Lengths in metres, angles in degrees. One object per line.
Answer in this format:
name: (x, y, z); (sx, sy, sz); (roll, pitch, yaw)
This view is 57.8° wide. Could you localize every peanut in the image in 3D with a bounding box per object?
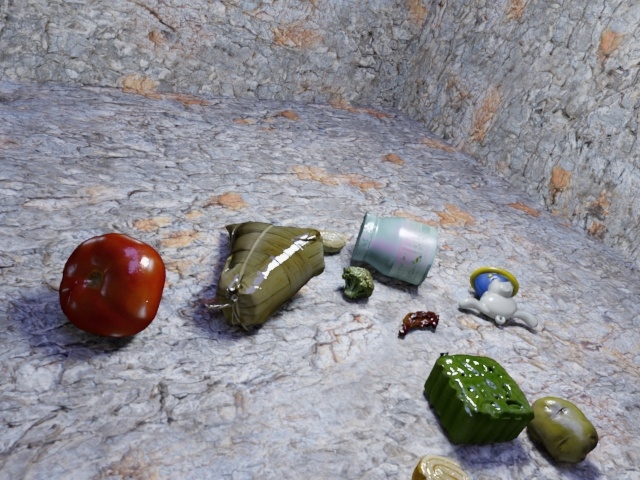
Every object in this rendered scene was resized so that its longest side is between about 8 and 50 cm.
peanut: (0.000, 0.000, 2.290); (0.214, 0.090, 0.098); (7, 41, -15)

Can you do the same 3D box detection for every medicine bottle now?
medicine bottle: (0.285, 0.023, 2.263); (0.290, 0.245, 0.245); (17, 29, 0)

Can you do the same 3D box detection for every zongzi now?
zongzi: (-0.292, 0.110, 1.923); (0.467, 0.218, 0.500); (8, 32, 36)

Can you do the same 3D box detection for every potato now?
potato: (0.709, 0.553, 1.709); (0.154, 0.137, 0.200); (-9, 41, -38)

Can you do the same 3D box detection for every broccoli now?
broccoli: (0.133, 0.154, 2.087); (0.130, 0.131, 0.120); (31, 72, 17)

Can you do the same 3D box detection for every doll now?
doll: (0.719, 0.215, 2.265); (0.311, 0.159, 0.242); (26, 29, 6)

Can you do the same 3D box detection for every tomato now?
tomato: (-0.561, 0.126, 1.613); (0.298, 0.298, 0.226); (35, -7, 26)

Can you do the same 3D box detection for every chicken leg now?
chicken leg: (0.343, 0.285, 2.043); (0.219, 0.048, 0.089); (-5, 34, -35)

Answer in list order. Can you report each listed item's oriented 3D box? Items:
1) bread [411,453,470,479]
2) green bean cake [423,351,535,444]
bread: (0.308, 0.605, 1.458); (0.149, 0.073, 0.122); (22, 27, 6)
green bean cake: (0.464, 0.461, 1.709); (0.250, 0.156, 0.247); (6, 33, -22)
